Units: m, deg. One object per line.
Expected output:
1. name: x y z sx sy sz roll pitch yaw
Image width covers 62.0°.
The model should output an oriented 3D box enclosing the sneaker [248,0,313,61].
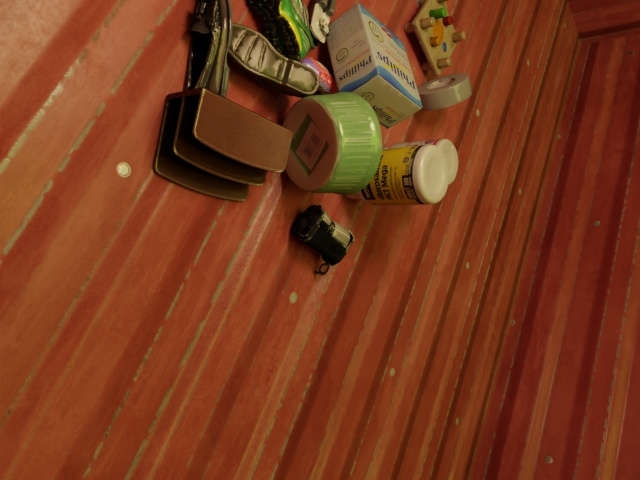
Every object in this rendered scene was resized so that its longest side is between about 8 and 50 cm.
1. sneaker: -0.120 -0.677 1.508 0.146 0.134 0.343 -54 135 -46

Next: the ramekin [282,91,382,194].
1. ramekin: 0.017 -0.278 1.545 0.148 0.303 0.303 -10 100 -41

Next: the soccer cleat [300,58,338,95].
1. soccer cleat: 0.033 -0.479 1.665 0.248 0.095 0.083 38 80 -39

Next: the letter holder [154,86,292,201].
1. letter holder: -0.243 -0.223 1.356 0.302 0.152 0.214 16 82 -48

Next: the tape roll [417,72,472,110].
1. tape roll: 0.484 -0.589 2.109 0.219 0.219 0.072 -44 123 -38

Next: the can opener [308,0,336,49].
1. can opener: -0.002 -0.727 1.662 0.074 0.093 0.280 37 56 -45

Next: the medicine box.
1. medicine box: 0.169 -0.547 1.697 0.263 0.149 0.289 18 53 -48

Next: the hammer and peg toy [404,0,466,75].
1. hammer and peg toy: 0.496 -0.877 2.176 0.266 0.127 0.361 54 54 -35

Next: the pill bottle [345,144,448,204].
1. pill bottle: 0.233 -0.209 1.756 0.188 0.334 0.187 -2 93 -49

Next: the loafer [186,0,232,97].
1. loafer: -0.285 -0.496 1.331 0.095 0.109 0.302 -4 98 -44

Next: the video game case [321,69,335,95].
1. video game case: 0.109 -0.525 1.834 0.196 0.026 0.274 56 52 -34

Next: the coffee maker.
1. coffee maker: 0.000 0.000 1.665 0.178 0.120 0.171 35 67 -43

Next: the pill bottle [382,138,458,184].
1. pill bottle: 0.328 -0.271 1.898 0.160 0.283 0.160 -3 94 -49

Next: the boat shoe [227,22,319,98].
1. boat shoe: -0.156 -0.482 1.479 0.307 0.104 0.110 28 79 -25
